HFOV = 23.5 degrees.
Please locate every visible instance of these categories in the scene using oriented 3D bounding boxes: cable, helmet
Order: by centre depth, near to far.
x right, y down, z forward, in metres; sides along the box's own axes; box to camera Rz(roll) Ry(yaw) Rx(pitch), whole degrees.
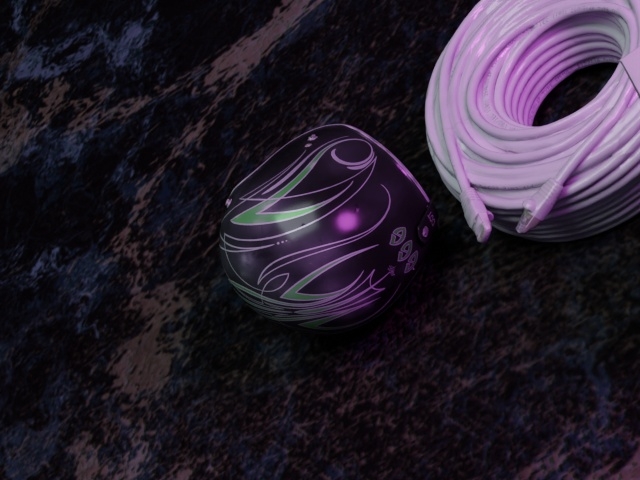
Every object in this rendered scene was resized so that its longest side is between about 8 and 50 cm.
[{"bbox_3d":[0.205,-0.123,1.257,0.257,0.089,0.257,-39,40,12],"label":"cable"},{"bbox_3d":[0.000,0.000,1.295,0.161,0.169,0.169,-41,38,-15],"label":"helmet"}]

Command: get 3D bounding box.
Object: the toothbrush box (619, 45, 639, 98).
[{"bbox_3d":[0.374,-0.106,0.993,0.283,0.206,0.122,-33,43,18],"label":"toothbrush box"}]
